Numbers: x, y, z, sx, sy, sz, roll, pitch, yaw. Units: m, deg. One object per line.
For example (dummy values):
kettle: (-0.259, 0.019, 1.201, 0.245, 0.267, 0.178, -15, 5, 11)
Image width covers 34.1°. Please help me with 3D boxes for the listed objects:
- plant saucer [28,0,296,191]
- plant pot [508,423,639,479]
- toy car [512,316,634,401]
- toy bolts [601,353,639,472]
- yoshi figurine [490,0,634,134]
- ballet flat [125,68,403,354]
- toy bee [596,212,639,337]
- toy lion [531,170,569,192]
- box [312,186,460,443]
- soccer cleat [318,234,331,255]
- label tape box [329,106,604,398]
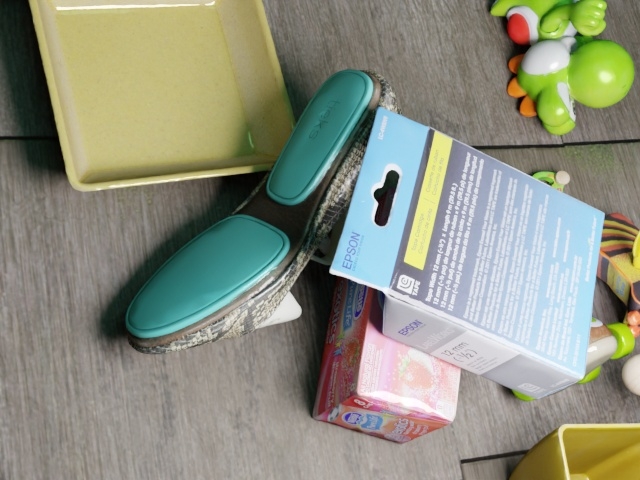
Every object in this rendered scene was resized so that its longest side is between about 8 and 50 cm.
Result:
plant saucer: (-0.220, -0.224, 1.436, 0.333, 0.081, 0.332, -8, 75, -26)
plant pot: (0.370, 0.370, 1.398, 0.212, 0.187, 0.212, 3, 67, -23)
toy car: (0.331, 0.118, 1.524, 0.155, 0.149, 0.188, -8, 60, -40)
toy bolts: (0.488, 0.247, 1.542, 0.159, 0.218, 0.228, 6, 99, -8)
yoshi figurine: (0.424, -0.351, 1.727, 0.204, 0.203, 0.362, 10, 68, -28)
ballet flat: (-0.041, -0.007, 1.370, 0.483, 0.164, 0.182, -51, 135, -14)
toy bee: (0.492, 0.066, 1.562, 0.162, 0.298, 0.195, -26, 113, -22)
toy lion: (0.353, -0.064, 1.667, 0.096, 0.034, 0.100, 4, 67, -15)
box: (0.102, 0.103, 1.408, 0.142, 0.154, 0.300, 19, 63, -17)
soccer cleat: (0.000, 0.000, 1.479, 0.036, 0.029, 0.083, -16, 73, -20)
label tape box: (0.178, 0.018, 1.327, 0.348, 0.115, 0.249, 23, 60, -12)
